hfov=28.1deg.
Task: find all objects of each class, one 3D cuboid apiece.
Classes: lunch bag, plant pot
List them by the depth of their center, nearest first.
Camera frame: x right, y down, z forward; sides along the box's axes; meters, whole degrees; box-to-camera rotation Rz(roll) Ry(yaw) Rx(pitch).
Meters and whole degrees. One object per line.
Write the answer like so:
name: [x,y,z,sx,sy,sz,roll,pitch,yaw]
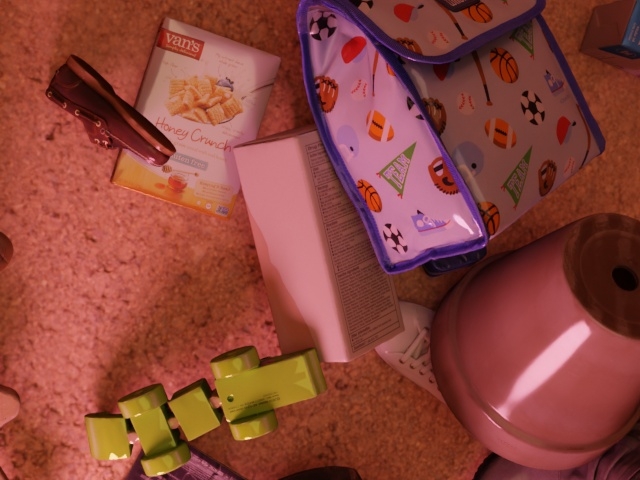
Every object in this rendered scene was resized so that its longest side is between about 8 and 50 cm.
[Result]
lunch bag: [0.164,-0.205,1.699,0.328,0.239,0.385,-33,98,-42]
plant pot: [0.345,0.113,1.731,0.323,0.280,0.323,9,59,-15]
lunch bag: [0.192,0.010,1.859,0.098,0.065,0.067,-15,82,-13]

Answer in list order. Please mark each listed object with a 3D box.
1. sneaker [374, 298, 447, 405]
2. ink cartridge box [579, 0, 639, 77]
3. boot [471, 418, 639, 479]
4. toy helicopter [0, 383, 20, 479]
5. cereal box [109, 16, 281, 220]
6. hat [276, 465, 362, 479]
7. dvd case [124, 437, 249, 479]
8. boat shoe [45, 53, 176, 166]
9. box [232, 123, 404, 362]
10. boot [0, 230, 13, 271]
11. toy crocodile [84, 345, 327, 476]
sneaker: [0.194,0.184,1.845,0.290,0.123,0.106,36,87,-14]
ink cartridge box: [0.520,-0.276,1.885,0.231,0.134,0.078,20,89,-15]
boot: [0.382,0.340,1.849,0.338,0.222,0.118,-38,114,-8]
toy helicopter: [-0.481,0.286,1.667,0.235,0.140,0.355,-33,105,-8]
cereal box: [-0.171,-0.165,1.753,0.173,0.047,0.240,17,91,-15]
hat: [-0.004,0.396,1.778,0.331,0.331,0.134,1,54,-15]
dvd case: [-0.214,0.390,1.763,0.164,0.018,0.221,28,86,18]
boat shoe: [-0.278,-0.157,1.684,0.207,0.073,0.073,42,97,21]
box: [0.000,0.000,1.749,0.148,0.121,0.311,-20,101,-49]
boot: [-0.496,-0.035,1.616,0.213,0.165,0.077,30,89,-22]
toy crocodile: [-0.158,0.223,1.720,0.340,0.105,0.115,-21,96,4]
